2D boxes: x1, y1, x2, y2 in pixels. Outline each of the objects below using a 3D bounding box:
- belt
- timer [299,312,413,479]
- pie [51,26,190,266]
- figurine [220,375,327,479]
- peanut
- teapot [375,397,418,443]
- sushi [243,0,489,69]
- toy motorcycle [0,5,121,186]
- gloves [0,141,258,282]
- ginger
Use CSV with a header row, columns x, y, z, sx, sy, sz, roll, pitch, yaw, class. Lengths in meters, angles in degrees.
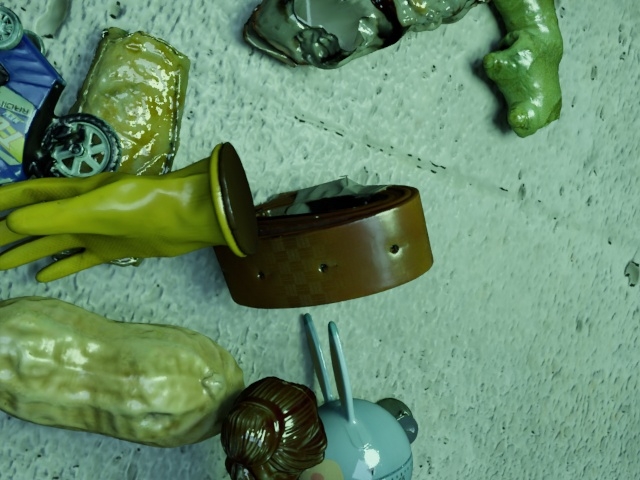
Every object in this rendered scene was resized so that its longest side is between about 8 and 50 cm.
x,y,z,sx,sy,sz,roll,pitch,yaw,class
0.000,0.000,0.817,0.184,0.261,0.105,-37,115,-51,belt
0.011,0.241,0.881,0.175,0.175,0.255,-38,101,-18,timer
-0.231,-0.100,0.802,0.129,0.068,0.282,14,91,-22,pie
-0.059,0.301,0.793,0.168,0.187,0.315,-6,112,-39,figurine
-0.235,0.146,0.767,0.325,0.153,0.140,21,80,-30,peanut
0.104,0.268,0.975,0.066,0.057,0.088,1,92,-23,teapot
0.068,-0.302,0.888,0.332,0.130,0.124,-27,103,-20,sushi
-0.357,-0.157,0.720,0.169,0.113,0.315,-40,98,-4,toy motorcycle
-0.221,-0.013,0.718,0.294,0.116,0.133,-11,127,6,gloves
0.292,-0.294,1.014,0.137,0.089,0.289,-3,96,-16,ginger
